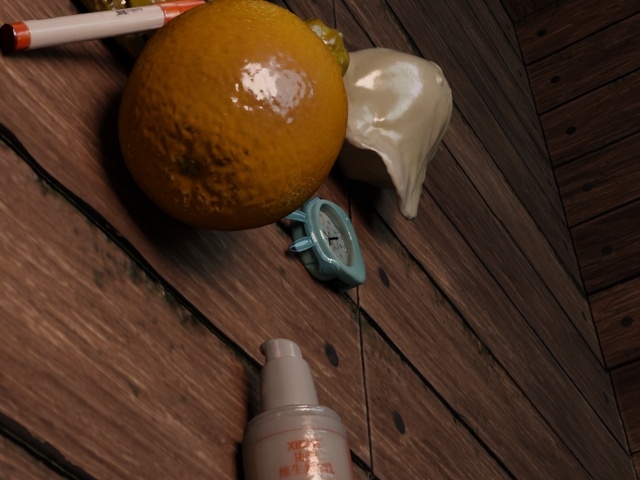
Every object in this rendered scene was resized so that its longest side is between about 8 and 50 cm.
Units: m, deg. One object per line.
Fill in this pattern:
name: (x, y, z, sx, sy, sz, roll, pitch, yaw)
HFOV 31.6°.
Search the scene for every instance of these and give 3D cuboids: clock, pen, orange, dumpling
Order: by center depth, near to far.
pen: (-0.192, -0.200, 1.045, 0.239, 0.028, 0.028, -22, 88, -48)
orange: (-0.081, -0.119, 1.072, 0.236, 0.236, 0.236, 50, 25, -35)
clock: (0.001, 0.000, 1.388, 0.147, 0.045, 0.108, 27, 42, -58)
dumpling: (0.114, -0.148, 1.619, 0.318, 0.187, 0.243, 33, 34, -60)

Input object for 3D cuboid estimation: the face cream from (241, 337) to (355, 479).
face cream: (-0.021, 0.200, 1.033, 0.101, 0.101, 0.251, 41, 32, -48)

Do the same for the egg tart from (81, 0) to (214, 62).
egg tart: (-0.163, -0.324, 1.230, 0.345, 0.132, 0.345, 52, 22, -31)

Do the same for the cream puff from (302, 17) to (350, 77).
cream puff: (-0.031, -0.194, 1.395, 0.146, 0.146, 0.116, 41, 33, -48)
